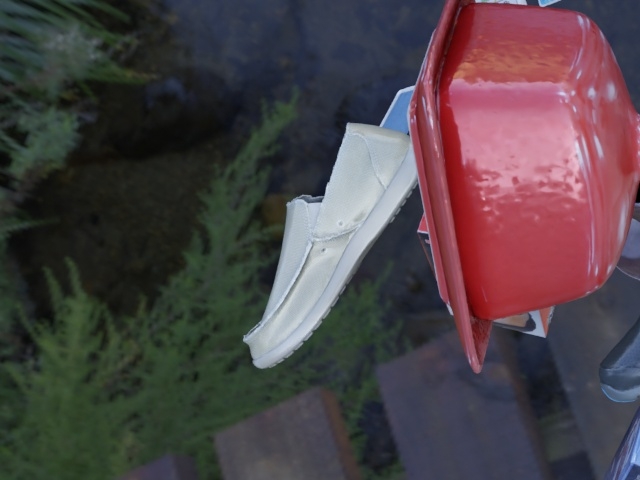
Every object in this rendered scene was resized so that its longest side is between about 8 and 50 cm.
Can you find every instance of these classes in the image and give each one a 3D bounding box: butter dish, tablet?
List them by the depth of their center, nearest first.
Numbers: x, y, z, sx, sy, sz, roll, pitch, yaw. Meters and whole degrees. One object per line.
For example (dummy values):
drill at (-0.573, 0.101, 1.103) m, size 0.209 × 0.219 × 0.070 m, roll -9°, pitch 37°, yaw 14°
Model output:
butter dish at (0.113, -0.042, 0.684) m, size 0.118 × 0.160 × 0.160 m, roll -5°, pitch 29°, yaw 15°
tablet at (0.083, -0.130, 1.497) m, size 0.006 × 0.054 × 0.083 m, roll 50°, pitch 136°, yaw 23°

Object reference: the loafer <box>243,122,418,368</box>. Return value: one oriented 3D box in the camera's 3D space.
loafer at (0.000, 0.000, 1.375) m, size 0.092 × 0.102 × 0.268 m, roll 35°, pitch 97°, yaw 1°

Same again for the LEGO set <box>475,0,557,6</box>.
LEGO set at (0.235, -0.348, 1.583) m, size 0.244 × 0.060 × 0.182 m, roll -12°, pitch 101°, yaw 61°

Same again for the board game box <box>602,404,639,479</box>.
board game box at (0.210, 0.143, 0.671) m, size 0.165 × 0.243 × 0.042 m, roll 17°, pitch 68°, yaw 11°

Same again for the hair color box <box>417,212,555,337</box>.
hair color box at (0.112, 0.012, 0.930) m, size 0.072 × 0.141 × 0.043 m, roll 13°, pitch 70°, yaw 20°

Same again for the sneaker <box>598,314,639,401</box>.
sneaker at (0.421, 0.036, 1.630) m, size 0.140 × 0.125 × 0.341 m, roll 40°, pitch 104°, yaw -5°

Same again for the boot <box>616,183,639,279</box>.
boot at (0.282, -0.025, 1.146) m, size 0.248 × 0.207 × 0.090 m, roll -6°, pitch 74°, yaw 48°
